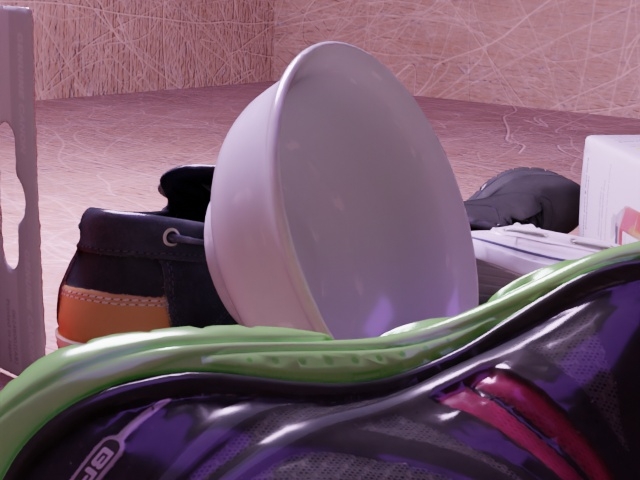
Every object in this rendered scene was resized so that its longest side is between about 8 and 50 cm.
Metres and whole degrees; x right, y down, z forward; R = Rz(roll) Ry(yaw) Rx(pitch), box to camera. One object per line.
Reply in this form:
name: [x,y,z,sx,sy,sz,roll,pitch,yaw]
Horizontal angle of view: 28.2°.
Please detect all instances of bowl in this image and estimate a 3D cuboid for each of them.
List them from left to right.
bowl: [0.000,0.000,1.033,0.134,0.297,0.298,-17,2,30]

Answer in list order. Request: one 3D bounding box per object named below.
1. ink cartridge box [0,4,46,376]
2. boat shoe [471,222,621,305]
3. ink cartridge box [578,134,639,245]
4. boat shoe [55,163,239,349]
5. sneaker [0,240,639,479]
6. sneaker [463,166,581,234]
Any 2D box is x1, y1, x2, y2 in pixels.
ink cartridge box: [-0.308,-0.068,1.142,0.091,0.308,0.385,-10,17,-38]
boat shoe: [0.204,0.022,1.283,0.226,0.083,0.075,15,54,10]
ink cartridge box: [0.453,-0.007,1.298,0.279,0.160,0.384,0,12,-6]
boat shoe: [-0.076,0.003,1.212,0.187,0.156,0.500,5,11,23]
sneaker: [0.079,0.132,0.613,0.483,0.185,0.202,-11,51,-12]
sneaker: [0.196,-0.007,1.450,0.286,0.109,0.130,-14,24,-23]
